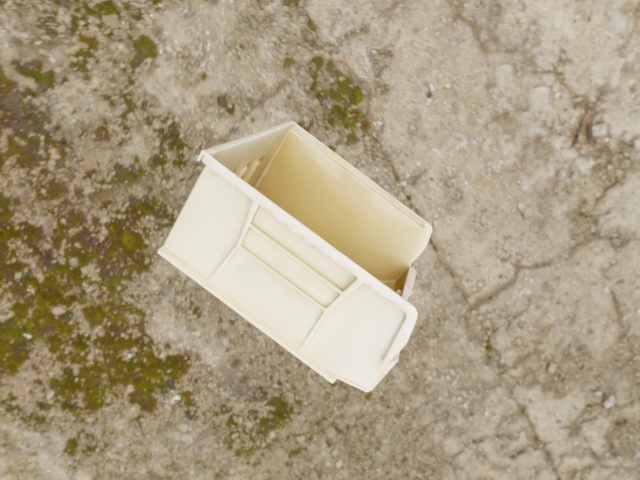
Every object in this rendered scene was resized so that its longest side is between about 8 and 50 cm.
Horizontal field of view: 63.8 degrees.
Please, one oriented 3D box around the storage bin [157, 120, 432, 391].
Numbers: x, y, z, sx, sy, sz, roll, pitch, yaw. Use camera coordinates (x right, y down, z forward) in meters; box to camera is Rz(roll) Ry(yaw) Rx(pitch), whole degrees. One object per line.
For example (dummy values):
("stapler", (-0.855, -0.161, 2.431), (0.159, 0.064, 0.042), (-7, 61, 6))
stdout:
("storage bin", (0.000, 0.000, 0.596), (0.260, 0.262, 0.123), (36, 113, 1))
